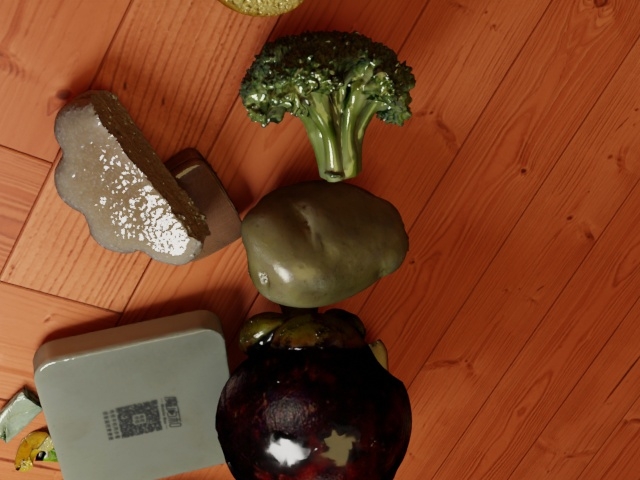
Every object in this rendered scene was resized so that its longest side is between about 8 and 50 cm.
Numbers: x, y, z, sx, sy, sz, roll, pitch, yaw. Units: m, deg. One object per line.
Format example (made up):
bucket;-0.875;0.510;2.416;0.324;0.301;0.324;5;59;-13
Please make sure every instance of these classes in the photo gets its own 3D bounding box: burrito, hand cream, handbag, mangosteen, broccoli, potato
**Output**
burrito;-0.599;0.344;1.834;0.118;0.044;0.074;-43;136;2
hand cream;-0.528;0.450;1.945;0.122;0.023;0.036;18;90;-31
handbag;-0.241;-0.061;1.734;0.151;0.072;0.193;-30;129;-5
mangosteen;-0.029;0.321;1.807;0.381;0.421;0.381;-26;150;-16
broccoli;0.022;-0.256;1.631;0.235;0.288;0.260;-57;137;-34
potato;0.000;0.000;1.773;0.326;0.243;0.221;-20;127;-31

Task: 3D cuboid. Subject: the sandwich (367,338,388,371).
sandwich;0.101;0.314;2.107;0.094;0.096;0.258;-18;124;-21

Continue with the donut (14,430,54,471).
donut;-0.575;0.428;1.886;0.067;0.083;0.038;2;154;22

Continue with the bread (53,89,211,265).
bread;-0.344;-0.088;1.609;0.183;0.102;0.337;-27;107;25

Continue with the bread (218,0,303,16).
bread;-0.087;-0.440;1.537;0.260;0.129;0.134;-23;133;-9

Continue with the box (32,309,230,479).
box;-0.355;0.326;1.873;0.373;0.090;0.367;-11;124;-12
